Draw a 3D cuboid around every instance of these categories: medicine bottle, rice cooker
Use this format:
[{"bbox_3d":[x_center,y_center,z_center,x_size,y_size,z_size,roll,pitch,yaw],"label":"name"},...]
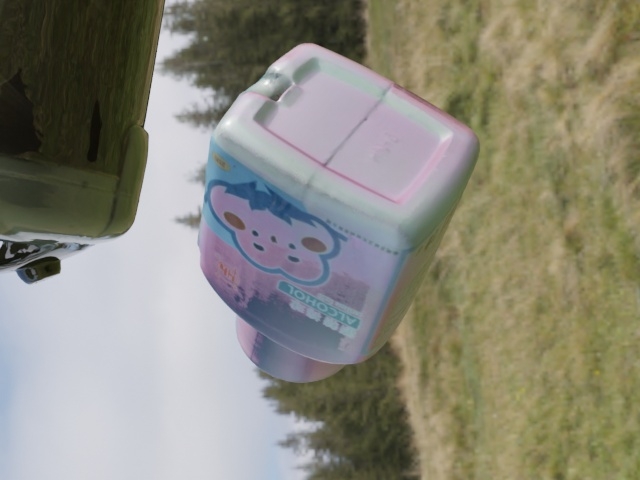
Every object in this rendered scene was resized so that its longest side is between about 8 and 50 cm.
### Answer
[{"bbox_3d":[0.000,0.000,0.529,0.094,0.119,0.188,-52,-13,-35],"label":"medicine bottle"},{"bbox_3d":[-0.286,-0.137,0.709,0.335,0.335,0.325,-5,-74,-88],"label":"rice cooker"}]
